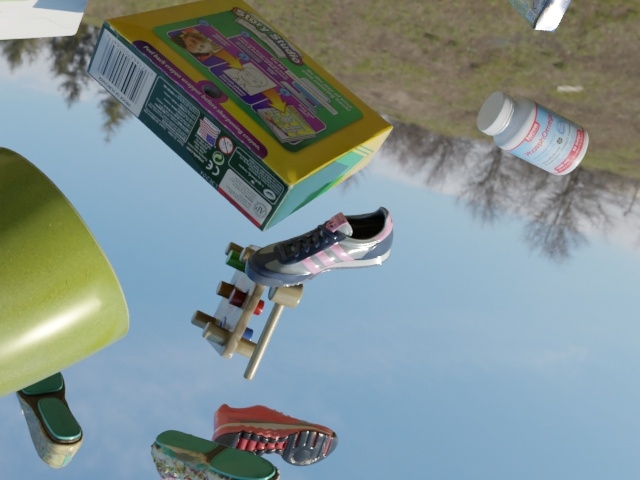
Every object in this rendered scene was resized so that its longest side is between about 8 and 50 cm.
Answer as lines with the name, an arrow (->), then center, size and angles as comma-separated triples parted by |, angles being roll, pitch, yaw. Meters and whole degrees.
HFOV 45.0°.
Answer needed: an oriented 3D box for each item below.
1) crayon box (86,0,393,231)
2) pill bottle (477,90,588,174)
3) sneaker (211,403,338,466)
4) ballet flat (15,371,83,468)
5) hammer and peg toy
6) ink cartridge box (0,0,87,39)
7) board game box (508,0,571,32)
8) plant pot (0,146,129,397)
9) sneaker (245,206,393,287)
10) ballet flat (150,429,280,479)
crayon box -> -0.112, -0.215, 1.190 | 0.363, 0.106, 0.313 | 42, -143, 10
pill bottle -> 0.327, -0.169, 1.197 | 0.160, 0.087, 0.087 | 22, -169, -19
sneaker -> -0.105, 0.437, 1.817 | 0.313, 0.116, 0.136 | 11, -150, -22
ballet flat -> -0.648, 0.392, 1.804 | 0.123, 0.123, 0.348 | 5, -152, -39
hammer and peg toy -> -0.172, 0.140, 1.713 | 0.127, 0.266, 0.361 | 27, 176, -17
ink cartridge box -> -0.512, -0.496, 1.194 | 0.207, 0.353, 0.119 | -13, 168, -30
board game box -> 0.319, -0.447, 1.164 | 0.042, 0.165, 0.243 | 2, -138, -22
plant pot -> -0.418, 0.085, 0.863 | 0.274, 0.275, 0.293 | 26, -131, 34
sneaker -> 0.000, 0.000, 1.564 | 0.319, 0.131, 0.112 | -14, -131, -20
ballet flat -> -0.152, 0.339, 1.126 | 0.241, 0.077, 0.091 | 7, -164, 39
